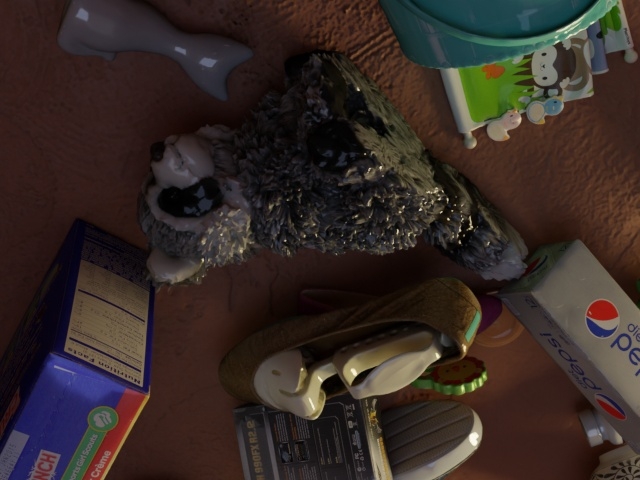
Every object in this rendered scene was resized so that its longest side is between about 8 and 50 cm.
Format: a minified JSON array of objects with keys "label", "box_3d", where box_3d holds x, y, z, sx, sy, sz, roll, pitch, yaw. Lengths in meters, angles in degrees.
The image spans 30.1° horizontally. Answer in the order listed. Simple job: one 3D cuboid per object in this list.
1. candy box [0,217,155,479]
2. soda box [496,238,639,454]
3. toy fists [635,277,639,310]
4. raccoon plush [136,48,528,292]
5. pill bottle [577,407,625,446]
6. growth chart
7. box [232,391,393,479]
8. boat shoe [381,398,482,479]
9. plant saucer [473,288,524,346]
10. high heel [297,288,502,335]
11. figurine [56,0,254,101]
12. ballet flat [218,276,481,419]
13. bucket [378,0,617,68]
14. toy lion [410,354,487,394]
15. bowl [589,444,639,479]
[{"label":"candy box","box_3d":[-0.291,0.167,1.335,0.122,0.317,0.268,25,111,-16]},{"label":"soda box","box_3d":[0.352,0.134,1.457,0.098,0.091,0.286,-46,100,-17]},{"label":"toy fists","box_3d":[0.504,0.126,1.500,0.142,0.096,0.279,-25,121,38]},{"label":"raccoon plush","box_3d":[0.000,0.000,1.357,0.299,0.216,0.446,-38,114,21]},{"label":"pill bottle","box_3d":[0.405,0.230,1.572,0.120,0.067,0.067,-21,116,5]},{"label":"growth chart","box_3d":[0.247,-0.214,1.368,0.237,0.021,0.172,-26,116,8]},{"label":"box","box_3d":[-0.001,0.307,1.488,0.183,0.056,0.231,-12,87,25]},{"label":"boat shoe","box_3d":[0.080,0.319,1.571,0.335,0.121,0.119,-30,123,21]},{"label":"plant saucer","box_3d":[0.224,0.101,1.521,0.083,0.013,0.083,-2,116,-5]},{"label":"high heel","box_3d":[0.096,0.081,1.467,0.244,0.082,0.117,-13,120,12]},{"label":"figurine","box_3d":[-0.149,-0.268,1.271,0.209,0.092,0.215,20,113,-19]},{"label":"ballet flat","box_3d":[0.026,0.144,1.389,0.342,0.124,0.116,-17,122,16]},{"label":"bucket","box_3d":[0.167,-0.307,1.186,0.281,0.281,0.183,-21,119,5]},{"label":"toy lion","box_3d":[0.157,0.165,1.500,0.100,0.096,0.034,-11,116,1]},{"label":"bowl","box_3d":[0.423,0.314,1.592,0.170,0.170,0.080,-19,72,4]}]
